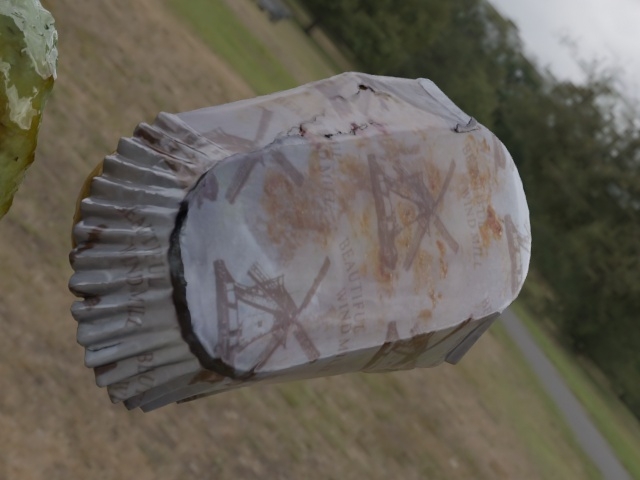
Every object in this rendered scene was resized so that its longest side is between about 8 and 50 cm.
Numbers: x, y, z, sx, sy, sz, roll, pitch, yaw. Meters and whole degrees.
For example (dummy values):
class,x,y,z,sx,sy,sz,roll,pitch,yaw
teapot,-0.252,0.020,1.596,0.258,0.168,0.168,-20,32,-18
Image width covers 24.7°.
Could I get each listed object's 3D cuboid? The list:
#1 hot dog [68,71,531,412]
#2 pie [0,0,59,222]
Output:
class,x,y,z,sx,sy,sz,roll,pitch,yaw
hot dog,0.000,0.000,0.584,0.252,0.069,0.131,-11,92,-51
pie,-0.215,-0.062,0.489,0.248,0.201,0.090,21,24,-8
